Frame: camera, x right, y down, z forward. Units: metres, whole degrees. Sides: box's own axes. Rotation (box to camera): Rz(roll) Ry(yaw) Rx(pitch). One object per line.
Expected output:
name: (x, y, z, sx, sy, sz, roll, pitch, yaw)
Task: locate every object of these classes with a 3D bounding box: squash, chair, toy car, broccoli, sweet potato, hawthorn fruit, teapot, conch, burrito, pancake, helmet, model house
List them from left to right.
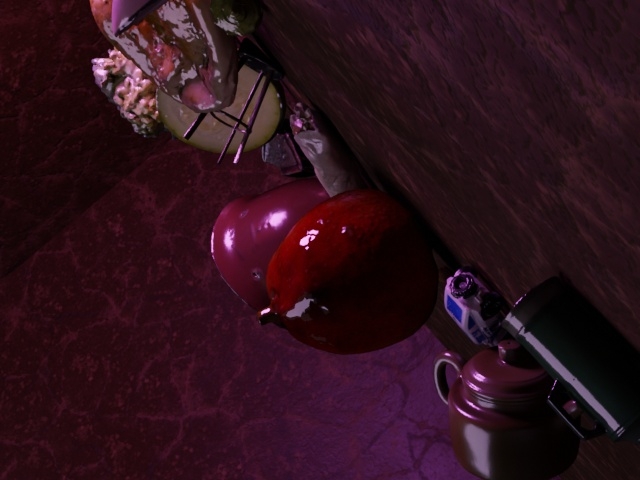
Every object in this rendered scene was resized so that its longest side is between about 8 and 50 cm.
pancake: (-0.260, -0.367, 1.618, 0.387, 0.082, 0.387, 40, 151, 28)
broccoli: (-0.300, -0.378, 2.118, 0.347, 0.281, 0.293, -1, -115, -45)
squash: (-0.188, -0.270, 1.965, 0.252, 0.252, 0.049, 51, -147, -36)
conch: (-0.115, -0.328, 1.414, 0.121, 0.074, 0.089, -82, -13, -69)
chair: (-0.131, -0.237, 1.759, 0.095, 0.222, 0.104, 17, 168, 34)
model house: (-0.038, -0.187, 2.212, 0.165, 0.106, 0.152, -4, -150, -46)
helmet: (0.000, 0.000, 2.069, 0.384, 0.230, 0.338, 17, -129, -39)
hawthorn fruit: (0.037, 0.059, 1.675, 0.265, 0.307, 0.265, 160, 90, -86)
burrito: (0.047, -0.103, 1.863, 0.392, 0.076, 0.117, 54, -178, -47)
sweet potato: (0.221, 0.066, 1.778, 0.026, 0.026, 0.115, 50, 180, -19)
toy car: (0.230, 0.103, 1.500, 0.080, 0.070, 0.171, 50, 180, 40)
teapot: (0.262, 0.219, 1.455, 0.267, 0.185, 0.175, 16, 120, 45)

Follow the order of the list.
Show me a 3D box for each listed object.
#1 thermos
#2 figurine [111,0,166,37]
thermos: (0.258, 0.125, 0.969, 0.188, 0.083, 0.073, 48, 136, 21)
figurine: (-0.322, -0.434, 1.384, 0.316, 0.206, 0.284, 56, 152, -9)
